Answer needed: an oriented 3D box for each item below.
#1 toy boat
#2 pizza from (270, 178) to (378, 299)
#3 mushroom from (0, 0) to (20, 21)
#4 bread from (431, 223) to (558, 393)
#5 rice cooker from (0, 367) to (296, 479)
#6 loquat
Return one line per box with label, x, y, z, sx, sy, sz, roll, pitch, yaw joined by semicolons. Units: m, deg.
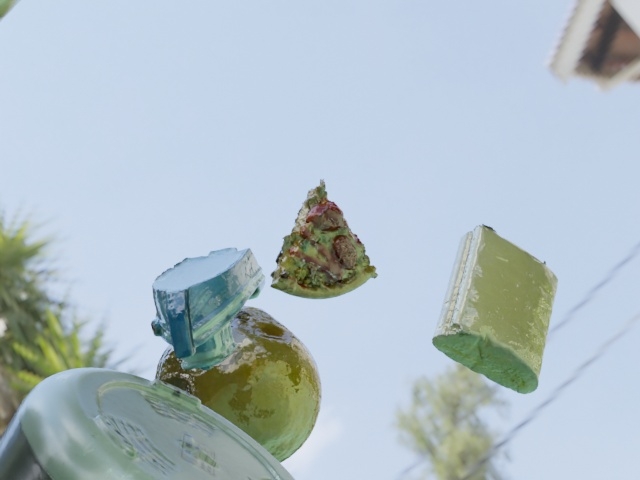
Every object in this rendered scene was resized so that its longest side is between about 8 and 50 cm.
toy boat;-0.105;0.074;1.449;0.088;0.102;0.215;-11;9;13
pizza;-0.002;0.015;1.257;0.099;0.100;0.029;-41;18;-31
mushroom;-0.291;-0.203;0.961;0.260;0.254;0.234;9;-1;6
bread;0.210;0.077;1.744;0.139;0.178;0.060;28;-44;-11
rice cooker;-0.160;0.272;1.175;0.288;0.288;0.277;17;-73;-54
loquat;-0.102;0.179;1.800;0.213;0.213;0.213;-24;-30;-15
